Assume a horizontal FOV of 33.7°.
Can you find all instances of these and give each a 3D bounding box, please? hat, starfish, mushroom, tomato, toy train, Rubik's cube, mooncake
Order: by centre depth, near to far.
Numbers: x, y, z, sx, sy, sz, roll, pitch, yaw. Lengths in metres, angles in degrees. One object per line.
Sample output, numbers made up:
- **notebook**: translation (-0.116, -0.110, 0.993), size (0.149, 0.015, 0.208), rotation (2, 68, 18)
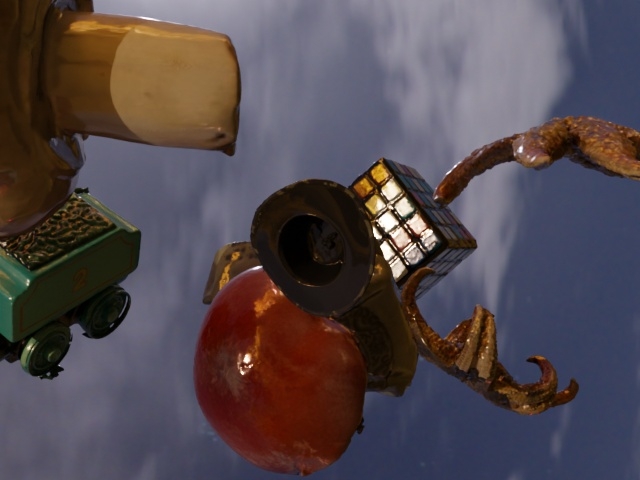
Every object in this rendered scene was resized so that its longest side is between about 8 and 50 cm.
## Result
- **hat**: translation (0.000, 0.000, 0.869), size (0.050, 0.121, 0.121), rotation (-46, -50, -59)
- **mushroom**: translation (-0.232, -0.149, 0.888), size (0.314, 0.336, 0.314), rotation (-175, 90, -87)
- **starfish**: translation (0.157, 0.107, 0.981), size (0.190, 0.146, 0.074), rotation (35, -92, -31)
- **tomato**: translation (-0.068, 0.137, 1.083), size (0.112, 0.228, 0.199), rotation (7, -58, -48)
- **toy train**: translation (-0.288, 0.042, 1.128), size (0.203, 0.112, 0.163), rotation (-38, -28, -44)
- **starfish**: translation (0.273, -0.087, 1.138), size (0.375, 0.327, 0.094), rotation (-3, -89, -52)
- **mooncake**: translation (-0.007, 0.110, 1.368), size (0.250, 0.255, 0.136), rotation (64, -147, -43)
- **Rubik's cube**: translation (0.117, -0.004, 1.721), size (0.187, 0.184, 0.182), rotation (51, -164, 17)
